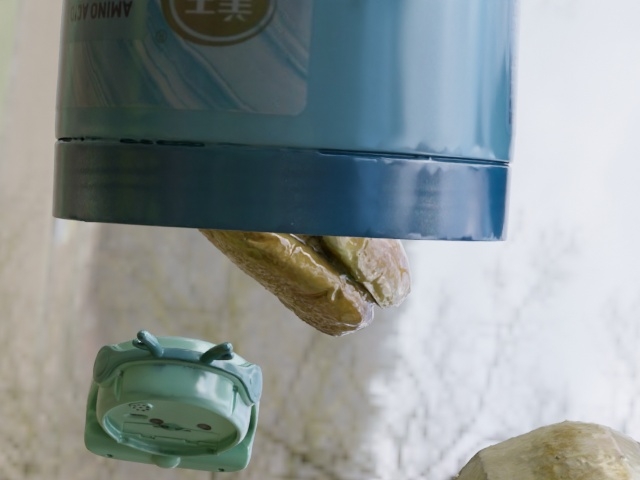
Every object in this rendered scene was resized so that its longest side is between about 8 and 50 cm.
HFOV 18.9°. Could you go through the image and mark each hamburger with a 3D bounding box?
[{"bbox_3d":[0.000,0.000,1.947,0.144,0.283,0.156,-54,-145,-8],"label":"hamburger"}]

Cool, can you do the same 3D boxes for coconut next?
[{"bbox_3d":[0.185,0.221,1.391,0.194,0.194,0.194,-175,-90,-79],"label":"coconut"}]

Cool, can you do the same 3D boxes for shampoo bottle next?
[{"bbox_3d":[-0.018,-0.177,1.381,0.331,0.331,0.342,-169,-97,-79],"label":"shampoo bottle"}]

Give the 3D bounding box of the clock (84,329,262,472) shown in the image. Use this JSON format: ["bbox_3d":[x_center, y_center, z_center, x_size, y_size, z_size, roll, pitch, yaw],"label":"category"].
[{"bbox_3d":[-0.133,0.140,1.736,0.211,0.159,0.066,102,-6,-60],"label":"clock"}]
